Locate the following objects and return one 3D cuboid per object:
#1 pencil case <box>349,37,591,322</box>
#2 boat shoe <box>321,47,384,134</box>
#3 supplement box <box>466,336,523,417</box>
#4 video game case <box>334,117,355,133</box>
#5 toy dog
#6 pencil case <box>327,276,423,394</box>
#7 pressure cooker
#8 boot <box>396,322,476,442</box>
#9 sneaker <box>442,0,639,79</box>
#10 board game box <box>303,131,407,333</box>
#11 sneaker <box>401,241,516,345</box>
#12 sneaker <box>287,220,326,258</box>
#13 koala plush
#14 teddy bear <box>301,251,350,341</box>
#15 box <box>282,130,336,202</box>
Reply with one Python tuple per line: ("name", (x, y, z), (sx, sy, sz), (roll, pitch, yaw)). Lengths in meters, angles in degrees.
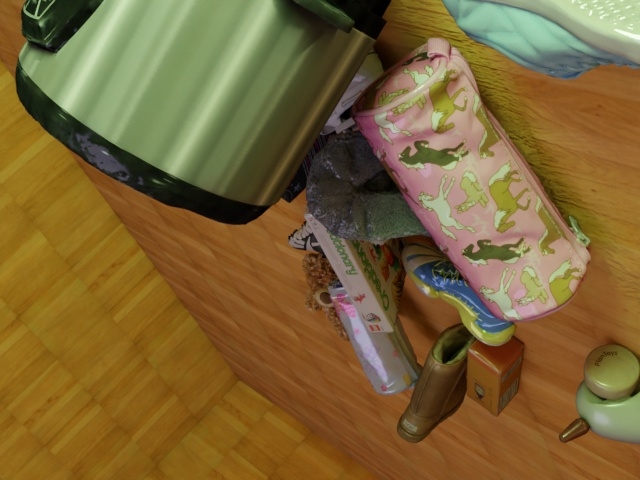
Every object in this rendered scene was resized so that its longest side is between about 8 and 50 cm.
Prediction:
("pencil case", (0.201, -0.074, 1.254), (0.386, 0.167, 0.160), (51, 172, -19))
("boat shoe", (0.035, -0.202, 1.425), (0.084, 0.095, 0.258), (58, 164, 7))
("supplement box", (0.330, 0.251, 1.811), (0.078, 0.080, 0.233), (37, 158, 25))
("video game case", (0.086, -0.185, 1.327), (0.011, 0.122, 0.087), (65, 161, -3))
("toy dog", (0.497, 0.302, 1.426), (0.333, 0.161, 0.220), (23, 152, 49))
("pencil case", (0.117, 0.181, 1.962), (0.124, 0.113, 0.273), (-14, 105, 36))
("pressure cooker", (-0.120, -0.279, 1.140), (0.369, 0.420, 0.375), (35, -166, 9))
("boot", (0.258, 0.260, 1.897), (0.089, 0.236, 0.270), (30, 135, 16))
("sneaker", (0.259, -0.217, 0.909), (0.366, 0.135, 0.150), (38, 170, 46))
("board game box", (0.071, -0.009, 1.633), (0.053, 0.193, 0.305), (-7, 135, 25))
("sneaker", (0.248, 0.064, 1.609), (0.240, 0.091, 0.126), (41, 143, 13))
("sneaker", (0.000, 0.000, 1.973), (0.106, 0.078, 0.234), (48, 160, -1))
("koala plush", (0.082, -0.083, 1.453), (0.221, 0.203, 0.196), (-17, -89, -86))
("teddy bear", (0.060, 0.155, 2.129), (0.245, 0.113, 0.338), (36, 160, 20))
("box", (-0.084, -0.215, 1.595), (0.163, 0.142, 0.247), (35, 158, 32))
